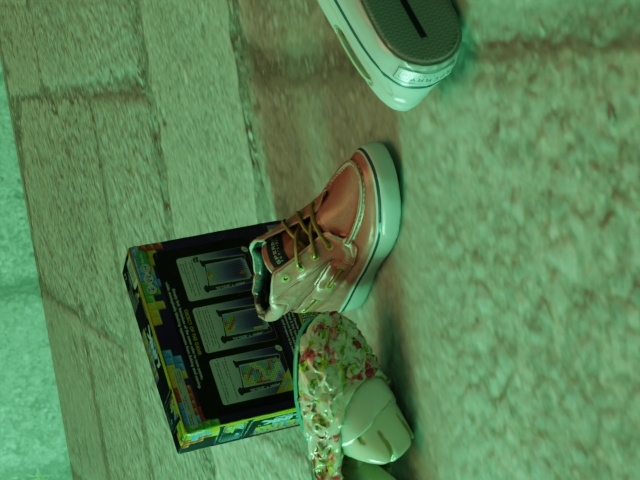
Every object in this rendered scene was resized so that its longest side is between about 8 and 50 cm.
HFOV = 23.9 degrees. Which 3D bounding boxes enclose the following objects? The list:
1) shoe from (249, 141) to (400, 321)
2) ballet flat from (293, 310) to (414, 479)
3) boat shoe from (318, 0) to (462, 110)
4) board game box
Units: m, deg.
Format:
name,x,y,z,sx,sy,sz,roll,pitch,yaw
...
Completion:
name,x,y,z,sx,sy,sz,roll,pitch,yaw
shoe,0.000,0.000,1.080,0.178,0.081,0.063,107,146,-54
ballet flat,0.034,0.164,1.108,0.077,0.091,0.240,14,123,36
boat shoe,0.013,-0.183,0.939,0.076,0.083,0.226,121,134,-61
board game box,-0.070,0.075,1.228,0.048,0.141,0.170,116,139,-57
